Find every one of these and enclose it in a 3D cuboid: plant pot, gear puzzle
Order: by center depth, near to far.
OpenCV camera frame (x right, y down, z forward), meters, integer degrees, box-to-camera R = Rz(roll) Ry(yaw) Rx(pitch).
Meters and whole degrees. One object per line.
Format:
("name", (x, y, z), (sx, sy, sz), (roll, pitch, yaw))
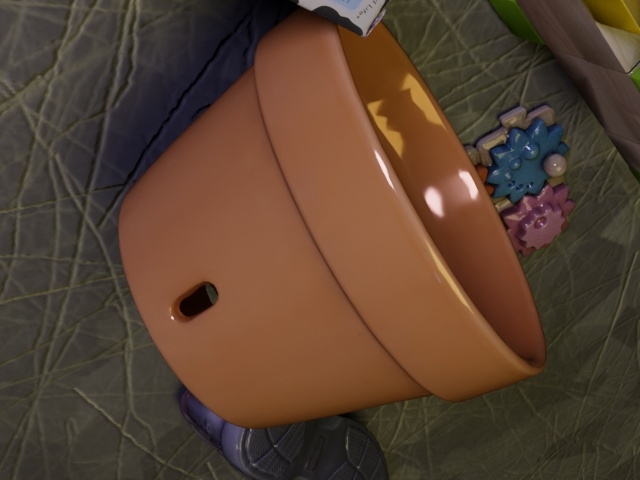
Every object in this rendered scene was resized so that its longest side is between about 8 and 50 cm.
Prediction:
("plant pot", (0.000, 0.000, 0.722), (0.203, 0.291, 0.291), (-28, 139, 18))
("gear puzzle", (0.084, 0.014, 0.930), (0.339, 0.044, 0.175), (-28, 137, -7))

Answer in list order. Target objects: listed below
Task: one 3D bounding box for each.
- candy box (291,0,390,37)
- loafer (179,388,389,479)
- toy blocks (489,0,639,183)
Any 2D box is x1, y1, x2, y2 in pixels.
("candy box", (-0.071, -0.212, 0.555), (0.233, 0.159, 0.071), (17, 119, -39))
("loafer", (-0.027, 0.205, 1.017), (0.109, 0.095, 0.302), (-62, 143, -15))
("toy blocks", (0.282, -0.223, 0.753), (0.261, 0.191, 0.381), (-45, 122, -2))
